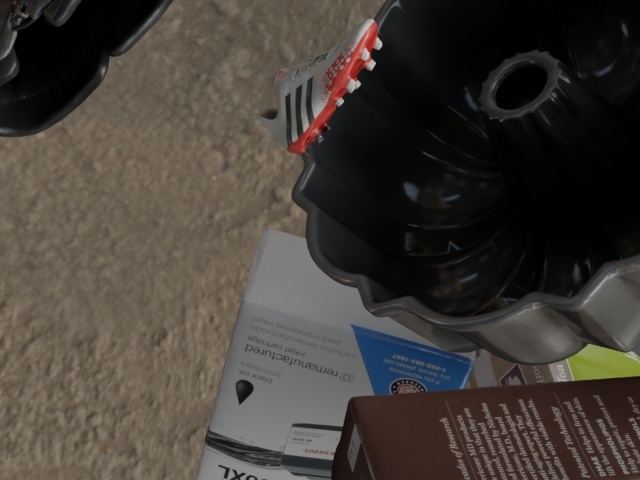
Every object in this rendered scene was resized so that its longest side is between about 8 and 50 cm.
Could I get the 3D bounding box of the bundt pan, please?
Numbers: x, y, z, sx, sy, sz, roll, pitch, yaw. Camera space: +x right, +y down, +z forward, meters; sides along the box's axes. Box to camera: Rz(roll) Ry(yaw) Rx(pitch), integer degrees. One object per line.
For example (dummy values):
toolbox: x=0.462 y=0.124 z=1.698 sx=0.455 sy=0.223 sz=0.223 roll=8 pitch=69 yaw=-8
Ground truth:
bundt pan: x=0.152 y=-0.063 z=0.672 sx=0.331 sy=0.331 sz=0.124 roll=-36 pitch=132 yaw=12

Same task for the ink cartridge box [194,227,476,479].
ink cartridge box: x=0.008 y=0.218 z=1.373 sx=0.285 sy=0.166 sz=0.395 roll=16 pitch=124 yaw=-1

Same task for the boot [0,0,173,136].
boot: x=-0.121 y=-0.235 z=0.644 sx=0.118 sy=0.223 sz=0.338 roll=15 pitch=122 yaw=-42

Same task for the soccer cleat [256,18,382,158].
soccer cleat: x=-0.002 y=-0.074 z=0.493 sx=0.035 sy=0.029 sz=0.083 roll=38 pitch=133 yaw=2

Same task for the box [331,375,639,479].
box: x=0.209 y=0.248 z=1.046 sx=0.381 sy=0.143 sz=0.191 roll=-2 pitch=131 yaw=-12

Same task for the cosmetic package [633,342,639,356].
cosmetic package: x=0.437 y=0.052 z=1.062 sx=0.224 sy=0.224 sz=0.138 roll=-4 pitch=104 yaw=-10

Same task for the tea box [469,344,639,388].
tea box: x=0.459 y=0.310 z=1.743 sx=0.323 sy=0.329 sz=0.220 roll=1 pitch=153 yaw=-27
